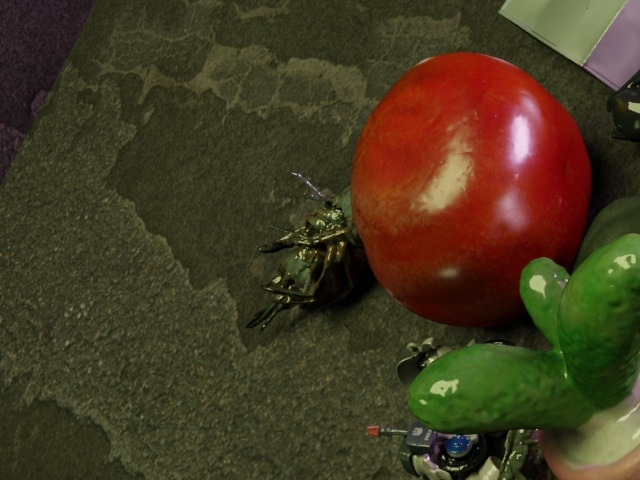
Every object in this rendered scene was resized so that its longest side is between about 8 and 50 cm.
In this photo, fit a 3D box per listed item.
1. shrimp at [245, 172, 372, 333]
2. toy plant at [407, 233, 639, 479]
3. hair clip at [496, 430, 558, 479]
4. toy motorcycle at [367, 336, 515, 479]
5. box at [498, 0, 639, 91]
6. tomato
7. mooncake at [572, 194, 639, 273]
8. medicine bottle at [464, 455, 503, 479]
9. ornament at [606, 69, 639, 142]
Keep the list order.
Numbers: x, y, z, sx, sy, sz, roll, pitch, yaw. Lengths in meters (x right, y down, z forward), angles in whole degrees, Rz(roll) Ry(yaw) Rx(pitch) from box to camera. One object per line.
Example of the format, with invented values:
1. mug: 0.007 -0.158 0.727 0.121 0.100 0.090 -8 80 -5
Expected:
1. shrimp: 0.002 -0.001 2.300 0.372 0.137 0.172 -31 53 24
2. toy plant: 0.309 0.139 1.633 0.317 0.356 0.211 -35 34 34
3. hair clip: 0.235 0.303 1.818 0.091 0.138 0.321 12 72 24
4. toy motorcycle: 0.152 0.202 1.986 0.150 0.102 0.221 1 45 26
5. box: 0.349 -0.299 2.125 0.129 0.086 0.225 -55 34 9
6. tomato: 0.184 -0.065 2.006 0.289 0.293 0.325 -9 52 32
7. mooncake: 0.374 0.036 1.836 0.168 0.104 0.175 -39 42 23
8. medicine bottle: 0.190 0.303 1.920 0.089 0.052 0.052 -52 35 13
9. ornament: 0.443 -0.135 1.890 0.202 0.080 0.236 -41 39 21
